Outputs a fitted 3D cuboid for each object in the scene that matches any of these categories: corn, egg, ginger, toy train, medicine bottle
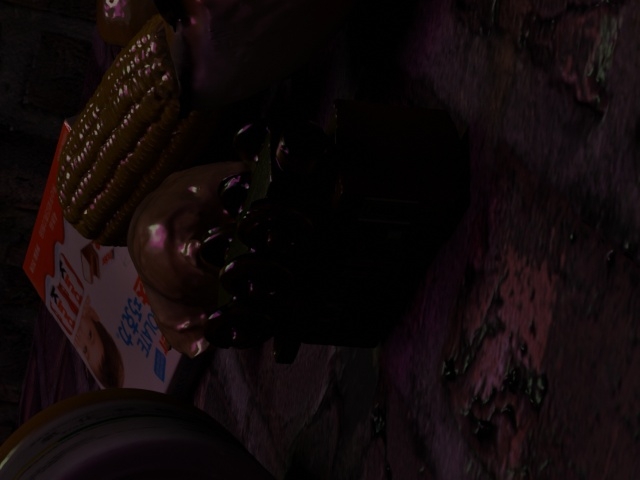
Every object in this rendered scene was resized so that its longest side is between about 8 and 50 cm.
[{"bbox_3d":[-0.148,-0.104,1.767,0.344,0.131,0.131,135,144,-58],"label":"corn"},{"bbox_3d":[-0.037,-0.265,1.481,0.337,0.201,0.337,175,90,-89],"label":"egg"},{"bbox_3d":[-0.096,0.004,1.683,0.267,0.138,0.152,107,143,-70],"label":"ginger"},{"bbox_3d":[0.000,0.000,1.268,0.225,0.137,0.090,112,159,-54],"label":"toy train"},{"bbox_3d":[-0.132,0.238,1.419,0.232,0.238,0.238,-166,87,-76],"label":"medicine bottle"}]

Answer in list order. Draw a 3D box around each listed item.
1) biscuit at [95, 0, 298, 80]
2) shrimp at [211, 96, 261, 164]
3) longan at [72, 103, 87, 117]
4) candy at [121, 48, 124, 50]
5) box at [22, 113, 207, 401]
[{"bbox_3d":[-0.094,-0.302,1.782,0.062,0.237,0.290,-1,-74,-58],"label":"biscuit"},{"bbox_3d":[-0.112,-0.081,1.890,0.047,0.126,0.223,-38,-24,-39],"label":"shrimp"},{"bbox_3d":[-0.205,-0.080,2.151,0.189,0.189,0.189,-170,90,-77],"label":"longan"},{"bbox_3d":[-0.131,-0.252,1.989,0.289,0.157,0.214,-109,17,-53],"label":"candy"},{"bbox_3d":[-0.210,0.046,2.038,0.265,0.048,0.273,53,145,22],"label":"box"}]
